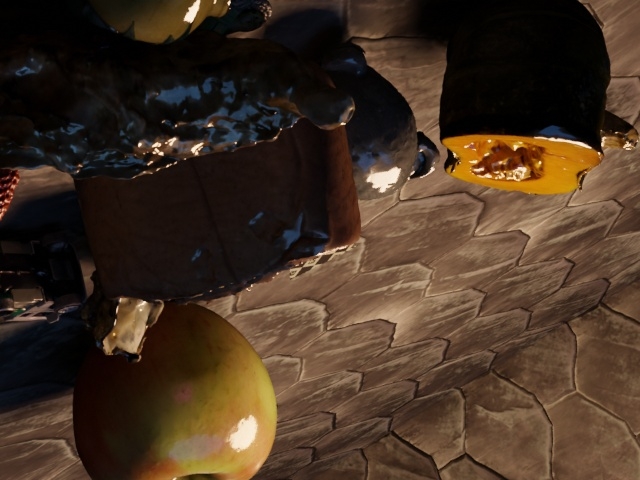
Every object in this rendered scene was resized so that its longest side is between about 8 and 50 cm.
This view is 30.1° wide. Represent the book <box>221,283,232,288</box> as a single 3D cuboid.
[{"bbox_3d":[-0.091,-0.008,1.696,0.168,0.013,0.192,-26,149,-3],"label":"book"}]

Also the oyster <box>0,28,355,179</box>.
[{"bbox_3d":[-0.179,-0.153,1.068,0.396,0.204,0.111,-2,128,-10],"label":"oyster"}]

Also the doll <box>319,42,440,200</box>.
[{"bbox_3d":[-0.047,-0.113,1.431,0.340,0.158,0.246,-20,130,20],"label":"doll"}]

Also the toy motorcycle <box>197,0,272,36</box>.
[{"bbox_3d":[-0.117,-0.236,1.138,0.106,0.074,0.190,-23,159,11],"label":"toy motorcycle"}]

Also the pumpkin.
[{"bbox_3d":[0.266,-0.186,1.424,0.242,0.232,0.325,12,174,5],"label":"pumpkin"}]

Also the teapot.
[{"bbox_3d":[-0.156,-0.255,0.936,0.182,0.173,0.269,6,154,-14],"label":"teapot"}]

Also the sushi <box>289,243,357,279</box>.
[{"bbox_3d":[0.000,0.000,1.845,0.126,0.026,0.120,-27,156,-13],"label":"sushi"}]

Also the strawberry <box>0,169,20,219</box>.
[{"bbox_3d":[-0.360,-0.053,1.271,0.083,0.073,0.073,-55,170,-26],"label":"strawberry"}]

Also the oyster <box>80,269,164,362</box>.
[{"bbox_3d":[-0.243,0.045,1.525,0.083,0.214,0.223,13,127,5],"label":"oyster"}]

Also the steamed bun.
[{"bbox_3d":[-0.100,-0.067,1.268,0.301,0.252,0.199,-11,-179,19],"label":"steamed bun"}]

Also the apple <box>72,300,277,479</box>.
[{"bbox_3d":[-0.226,0.249,1.818,0.319,0.277,0.319,-14,151,-8],"label":"apple"}]

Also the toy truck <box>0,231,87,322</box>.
[{"bbox_3d":[-0.392,0.050,1.409,0.116,0.110,0.216,-26,163,34],"label":"toy truck"}]
